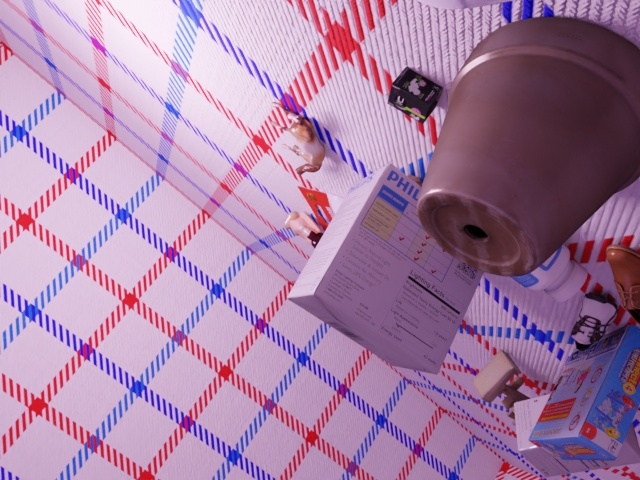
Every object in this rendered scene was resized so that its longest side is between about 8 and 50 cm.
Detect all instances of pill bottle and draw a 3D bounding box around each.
[{"bbox_3d":[0.449,0.032,1.043,0.221,0.124,0.124,37,162,2],"label":"pill bottle"}]

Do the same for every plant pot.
[{"bbox_3d":[0.298,-0.111,0.733,0.323,0.280,0.323,32,160,13],"label":"plant pot"}]

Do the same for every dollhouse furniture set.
[{"bbox_3d":[0.695,0.527,1.727,0.242,0.161,0.212,31,-163,-16],"label":"dollhouse furniture set"}]

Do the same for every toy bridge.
[{"bbox_3d":[0.255,-0.096,1.244,0.063,0.026,0.188,26,160,27],"label":"toy bridge"}]

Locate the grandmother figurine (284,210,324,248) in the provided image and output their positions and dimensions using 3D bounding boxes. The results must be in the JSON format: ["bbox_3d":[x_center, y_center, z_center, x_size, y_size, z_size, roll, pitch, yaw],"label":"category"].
[{"bbox_3d":[0.000,0.000,1.729,0.208,0.104,0.342,25,-172,-45],"label":"grandmother figurine"}]

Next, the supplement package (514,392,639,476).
[{"bbox_3d":[0.780,0.583,1.491,0.293,0.177,0.175,-32,114,34],"label":"supplement package"}]

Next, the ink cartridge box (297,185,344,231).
[{"bbox_3d":[0.096,-0.018,1.625,0.385,0.091,0.308,21,156,37],"label":"ink cartridge box"}]

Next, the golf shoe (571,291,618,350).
[{"bbox_3d":[0.643,0.199,1.144,0.077,0.094,0.198,24,156,37],"label":"golf shoe"}]

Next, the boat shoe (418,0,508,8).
[{"bbox_3d":[0.233,-0.344,0.563,0.301,0.108,0.102,20,155,36],"label":"boat shoe"}]

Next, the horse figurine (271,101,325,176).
[{"bbox_3d":[-0.052,-0.270,1.326,0.174,0.066,0.263,31,159,35],"label":"horse figurine"}]

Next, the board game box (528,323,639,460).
[{"bbox_3d":[0.674,0.387,1.206,0.086,0.302,0.308,32,161,15],"label":"board game box"}]

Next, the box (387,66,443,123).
[{"bbox_3d":[0.178,-0.273,0.916,0.083,0.052,0.062,34,162,12],"label":"box"}]

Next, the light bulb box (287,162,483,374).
[{"bbox_3d":[0.174,0.076,1.195,0.358,0.361,0.225,35,162,-13],"label":"light bulb box"}]

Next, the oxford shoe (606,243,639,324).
[{"bbox_3d":[0.620,0.091,0.956,0.212,0.076,0.076,47,161,-22],"label":"oxford shoe"}]
